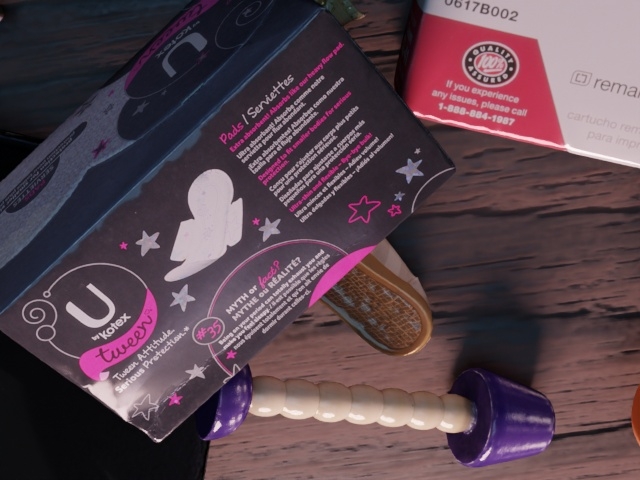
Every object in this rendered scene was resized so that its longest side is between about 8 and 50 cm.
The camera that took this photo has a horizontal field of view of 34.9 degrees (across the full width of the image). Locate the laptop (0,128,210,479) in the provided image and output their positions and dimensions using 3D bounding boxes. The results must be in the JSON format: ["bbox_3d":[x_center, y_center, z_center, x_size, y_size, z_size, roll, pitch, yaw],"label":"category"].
[{"bbox_3d":[-0.293,0.139,0.789,0.382,0.236,0.407,13,132,-16],"label":"laptop"}]

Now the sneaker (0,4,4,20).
[{"bbox_3d":[-0.294,-0.178,0.747,0.118,0.042,0.067,36,98,1],"label":"sneaker"}]

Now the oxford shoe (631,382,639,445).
[{"bbox_3d":[0.389,0.049,0.758,0.364,0.130,0.133,-44,131,4],"label":"oxford shoe"}]

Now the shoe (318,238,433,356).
[{"bbox_3d":[0.000,0.000,0.777,0.219,0.058,0.076,45,114,-5],"label":"shoe"}]

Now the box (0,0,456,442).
[{"bbox_3d":[-0.075,-0.034,0.633,0.247,0.163,0.142,-42,123,2],"label":"box"}]

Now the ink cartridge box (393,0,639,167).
[{"bbox_3d":[0.190,-0.214,0.648,0.226,0.131,0.306,13,118,0],"label":"ink cartridge box"}]

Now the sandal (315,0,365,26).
[{"bbox_3d":[0.002,-0.187,0.712,0.079,0.088,0.240,29,98,1],"label":"sandal"}]

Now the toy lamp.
[{"bbox_3d":[0.047,0.126,0.761,0.275,0.080,0.080,8,104,-19],"label":"toy lamp"}]
